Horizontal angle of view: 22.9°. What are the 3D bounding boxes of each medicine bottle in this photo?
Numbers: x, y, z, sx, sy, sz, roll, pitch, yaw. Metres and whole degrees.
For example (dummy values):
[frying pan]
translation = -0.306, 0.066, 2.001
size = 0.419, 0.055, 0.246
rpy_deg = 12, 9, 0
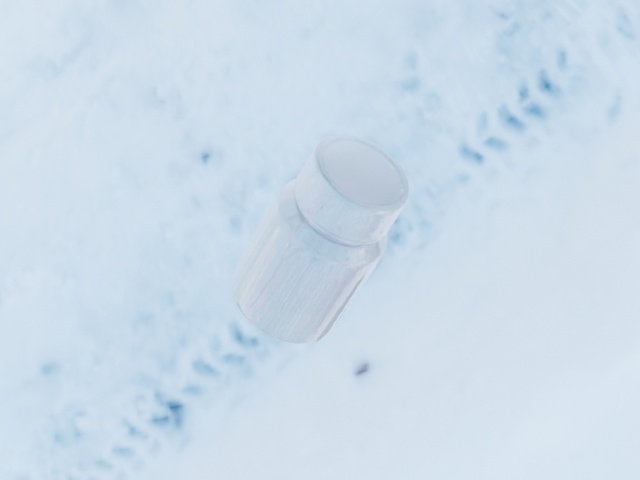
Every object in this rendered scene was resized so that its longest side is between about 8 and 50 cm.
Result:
[medicine bottle]
translation = 0.000, 0.000, 0.676
size = 0.052, 0.052, 0.089
rpy_deg = 15, 133, -18
